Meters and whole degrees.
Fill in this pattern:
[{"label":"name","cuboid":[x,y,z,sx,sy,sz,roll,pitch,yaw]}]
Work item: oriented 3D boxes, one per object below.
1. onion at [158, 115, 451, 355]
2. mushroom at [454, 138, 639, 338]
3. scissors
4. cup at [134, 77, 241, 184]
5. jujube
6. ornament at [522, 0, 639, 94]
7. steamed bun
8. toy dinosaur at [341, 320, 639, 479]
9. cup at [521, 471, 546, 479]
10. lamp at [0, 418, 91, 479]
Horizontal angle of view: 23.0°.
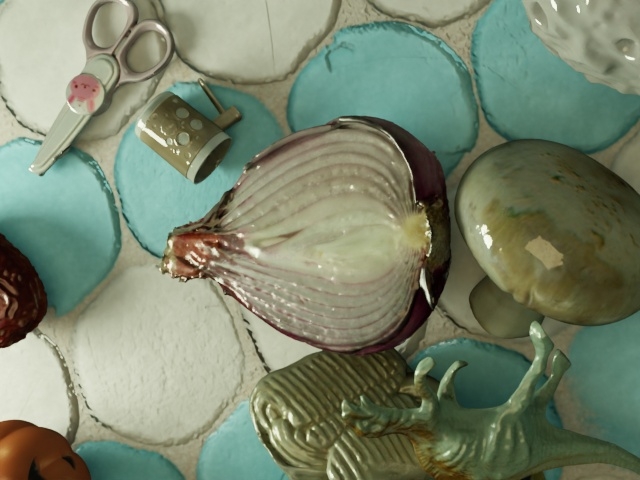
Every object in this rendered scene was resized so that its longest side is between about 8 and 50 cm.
[{"label":"onion","cuboid":[0.000,0.000,1.808,0.349,0.159,0.267,-1,83,27]},{"label":"mushroom","cuboid":[0.245,0.018,1.730,0.244,0.243,0.243,0,92,12]},{"label":"scissors","cuboid":[-0.282,-0.181,1.917,0.118,0.030,0.242,37,97,9]},{"label":"cup","cuboid":[-0.156,-0.136,1.870,0.099,0.074,0.102,38,99,8]},{"label":"jujube","cuboid":[-0.412,0.047,1.916,0.112,0.109,0.176,-37,80,-23]},{"label":"ornament","cuboid":[0.349,-0.310,1.624,0.337,0.337,0.337,0,92,12]},{"label":"steamed bun","cuboid":[0.040,0.228,1.803,0.218,0.144,0.211,-30,63,-26]},{"label":"toy dinosaur","cuboid":[0.223,0.198,1.704,0.393,0.092,0.205,29,95,-19]},{"label":"cup","cuboid":[0.178,0.344,1.780,0.155,0.131,0.176,-7,46,18]},{"label":"lamp","cuboid":[-0.361,0.306,1.891,0.188,0.164,0.187,11,114,26]}]
